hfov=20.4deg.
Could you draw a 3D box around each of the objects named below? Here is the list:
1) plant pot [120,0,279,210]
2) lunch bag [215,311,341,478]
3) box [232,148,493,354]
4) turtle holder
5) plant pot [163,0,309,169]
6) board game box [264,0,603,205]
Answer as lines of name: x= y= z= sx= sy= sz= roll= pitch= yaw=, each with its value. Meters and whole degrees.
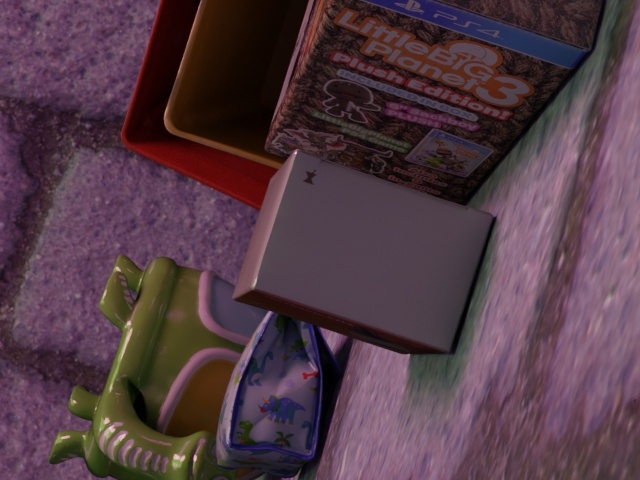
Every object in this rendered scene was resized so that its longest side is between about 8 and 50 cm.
plant pot: x=-0.051 y=-0.219 z=2.187 sx=0.236 sy=0.267 sz=0.267 roll=-55 pitch=-12 yaw=-55
lunch bag: x=-0.038 y=0.128 z=1.590 sx=0.129 sy=0.096 sz=0.151 roll=122 pitch=156 yaw=-71
box: x=0.022 y=0.012 z=1.139 sx=0.170 sy=0.130 sz=0.091 roll=146 pitch=142 yaw=-83
turtle holder: x=-0.134 y=0.146 z=1.820 sx=0.320 sy=0.227 sz=0.243 roll=138 pitch=150 yaw=-79
plant pot: x=0.012 y=-0.165 z=1.553 sx=0.187 sy=0.212 sz=0.212 roll=-24 pitch=-48 yaw=-80
board game box: x=0.082 y=-0.183 z=1.105 sx=0.291 sy=0.141 sz=0.232 roll=122 pitch=164 yaw=-71
